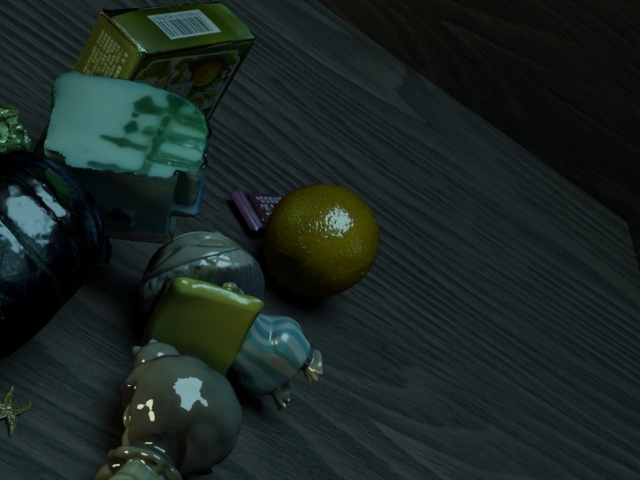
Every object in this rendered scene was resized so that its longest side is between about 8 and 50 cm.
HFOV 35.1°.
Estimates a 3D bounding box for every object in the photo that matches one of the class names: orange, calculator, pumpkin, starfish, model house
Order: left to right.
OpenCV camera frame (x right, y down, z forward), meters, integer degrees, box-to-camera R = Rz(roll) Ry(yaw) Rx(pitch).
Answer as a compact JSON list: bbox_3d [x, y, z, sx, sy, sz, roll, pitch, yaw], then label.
[{"bbox_3d":[-0.519,0.025,1.634,0.266,0.363,0.363,41,32,-4],"label":"pumpkin"},{"bbox_3d":[-0.510,0.281,1.661,0.092,0.016,0.086,-3,55,-52],"label":"starfish"},{"bbox_3d":[-0.369,-0.097,1.895,0.295,0.329,0.251,7,44,-9],"label":"model house"},{"bbox_3d":[-0.133,-0.065,2.473,0.190,0.034,0.126,3,48,-53],"label":"calculator"},{"bbox_3d":[0.000,0.000,2.319,0.274,0.274,0.274,28,34,-22],"label":"orange"}]

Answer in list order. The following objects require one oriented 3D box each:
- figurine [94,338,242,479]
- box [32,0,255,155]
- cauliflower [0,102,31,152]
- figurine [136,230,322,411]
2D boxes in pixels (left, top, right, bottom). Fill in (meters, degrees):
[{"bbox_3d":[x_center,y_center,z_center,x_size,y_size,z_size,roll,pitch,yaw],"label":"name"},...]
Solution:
[{"bbox_3d":[-0.261,0.334,1.690,0.248,0.203,0.380,39,33,-12],"label":"figurine"},{"bbox_3d":[-0.371,-0.291,2.110,0.138,0.420,0.373,44,31,14],"label":"box"},{"bbox_3d":[-0.641,-0.162,1.826,0.272,0.250,0.275,18,35,-37],"label":"cauliflower"},{"bbox_3d":[-0.178,0.095,2.022,0.361,0.266,0.377,34,32,-24],"label":"figurine"}]
